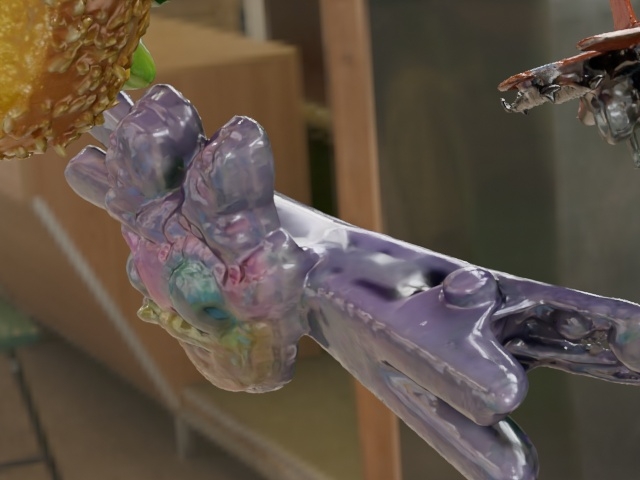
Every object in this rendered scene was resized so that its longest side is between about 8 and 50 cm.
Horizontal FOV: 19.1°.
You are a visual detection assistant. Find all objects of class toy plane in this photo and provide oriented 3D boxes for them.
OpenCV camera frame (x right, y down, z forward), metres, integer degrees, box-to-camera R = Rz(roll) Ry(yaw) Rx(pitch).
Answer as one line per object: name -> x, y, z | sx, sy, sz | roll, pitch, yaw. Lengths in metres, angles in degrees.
toy plane -> 0.129, -0.065, 0.774 | 0.130, 0.061, 0.189 | -19, -15, -7

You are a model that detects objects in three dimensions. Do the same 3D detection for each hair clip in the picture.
hair clip -> -0.005, 0.010, 0.741 | 0.278, 0.137, 0.090 | 22, 51, 22

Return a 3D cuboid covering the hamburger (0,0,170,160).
hamburger -> -0.087, -0.090, 0.473 | 0.137, 0.166, 0.087 | 2, 39, -28
